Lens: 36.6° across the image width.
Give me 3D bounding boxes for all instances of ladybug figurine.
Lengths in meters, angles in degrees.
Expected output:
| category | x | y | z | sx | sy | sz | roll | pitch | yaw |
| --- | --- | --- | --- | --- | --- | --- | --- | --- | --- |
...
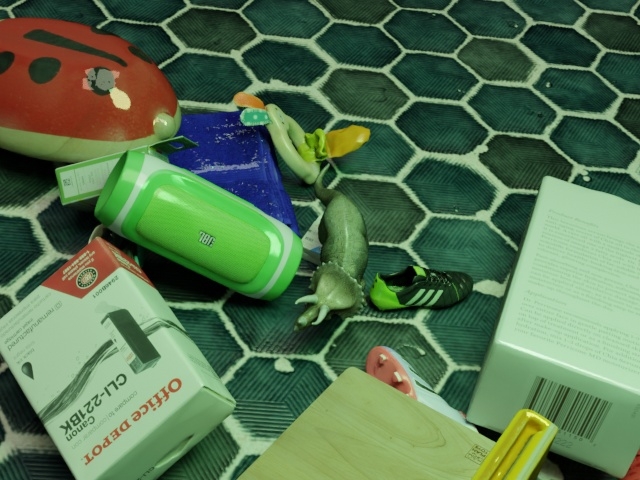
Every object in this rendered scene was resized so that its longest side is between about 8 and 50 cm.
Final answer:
| category | x | y | z | sx | sy | sz | roll | pitch | yaw |
| --- | --- | --- | --- | --- | --- | --- | --- | --- | --- |
| ladybug figurine | -0.434 | -0.265 | 1.635 | 0.449 | 0.162 | 0.305 | 17 | 39 | 19 |

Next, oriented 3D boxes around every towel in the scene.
| category | x | y | z | sx | sy | sz | roll | pitch | yaw |
| --- | --- | --- | --- | --- | --- | --- | --- | --- | --- |
| towel | -0.170 | -0.109 | 1.635 | 0.227 | 0.076 | 0.308 | -3 | 46 | -15 |

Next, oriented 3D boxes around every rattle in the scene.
| category | x | y | z | sx | sy | sz | roll | pitch | yaw |
| --- | --- | --- | --- | --- | --- | --- | --- | --- | --- |
| rattle | -0.032 | -0.202 | 1.651 | 0.142 | 0.200 | 0.130 | -19 | 32 | 32 |

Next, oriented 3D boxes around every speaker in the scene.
| category | x | y | z | sx | sy | sz | roll | pitch | yaw |
| --- | --- | --- | --- | --- | --- | --- | --- | --- | --- |
| speaker | -0.177 | -0.019 | 1.438 | 0.296 | 0.131 | 0.131 | 27 | 41 | -20 |

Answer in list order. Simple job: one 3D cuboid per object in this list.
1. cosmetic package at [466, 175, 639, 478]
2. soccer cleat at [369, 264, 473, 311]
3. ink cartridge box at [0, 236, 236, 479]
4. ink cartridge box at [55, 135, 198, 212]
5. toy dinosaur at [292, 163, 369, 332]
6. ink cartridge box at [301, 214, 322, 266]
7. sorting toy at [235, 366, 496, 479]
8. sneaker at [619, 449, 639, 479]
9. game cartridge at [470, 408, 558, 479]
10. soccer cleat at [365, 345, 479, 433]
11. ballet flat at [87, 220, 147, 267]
| category | x | y | z | sx | sy | sz | roll | pitch | yaw |
| --- | --- | --- | --- | --- | --- | --- | --- | --- | --- |
| cosmetic package | 0.383 | 0.105 | 1.430 | 0.230 | 0.162 | 0.453 | 20 | 38 | 10 |
| soccer cleat | 0.164 | 0.070 | 1.524 | 0.178 | 0.072 | 0.060 | -7 | 47 | -18 |
| ink cartridge box | -0.269 | 0.165 | 1.247 | 0.197 | 0.114 | 0.273 | -41 | 63 | 0 |
| ink cartridge box | -0.296 | -0.102 | 1.523 | 0.209 | 0.109 | 0.062 | -14 | 85 | 6 |
| toy dinosaur | 0.034 | 0.014 | 1.469 | 0.121 | 0.160 | 0.314 | 12 | 65 | -4 |
| ink cartridge box | 0.000 | 0.000 | 1.592 | 0.048 | 0.028 | 0.083 | 24 | 47 | 12 |
| sorting toy | 0.061 | 0.317 | 1.210 | 0.257 | 0.089 | 0.255 | 25 | 52 | 35 |
| sneaker | 0.432 | 0.330 | 1.333 | 0.221 | 0.087 | 0.128 | -14 | 33 | -23 |
| game cartridge | 0.136 | 0.371 | 1.041 | 0.052 | 0.324 | 0.285 | 30 | 47 | 20 |
| soccer cleat | 0.153 | 0.245 | 1.354 | 0.095 | 0.083 | 0.248 | -2 | 40 | -43 |
| ballet flat | -0.304 | 0.042 | 1.457 | 0.096 | 0.095 | 0.280 | -7 | 36 | -4 |
